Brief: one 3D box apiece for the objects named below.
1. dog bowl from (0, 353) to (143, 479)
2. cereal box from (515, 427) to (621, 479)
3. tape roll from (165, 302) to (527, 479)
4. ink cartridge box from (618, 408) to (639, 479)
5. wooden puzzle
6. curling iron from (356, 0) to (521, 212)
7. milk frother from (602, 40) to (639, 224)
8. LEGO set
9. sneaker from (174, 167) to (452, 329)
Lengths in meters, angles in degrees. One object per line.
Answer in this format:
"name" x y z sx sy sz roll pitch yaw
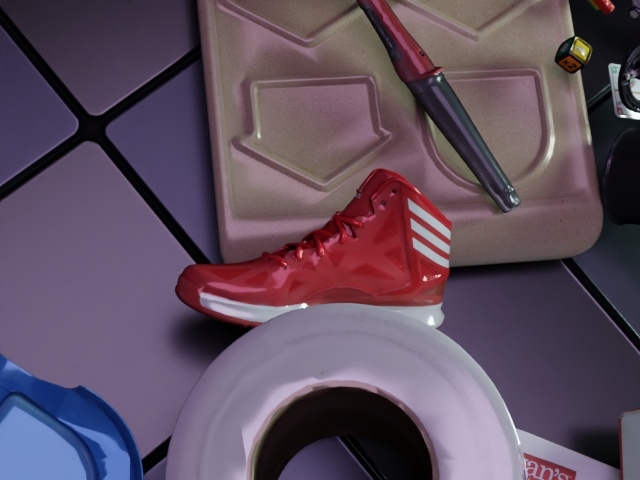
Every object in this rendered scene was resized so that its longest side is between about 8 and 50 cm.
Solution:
"dog bowl" -0.273 0.151 1.003 0.297 0.074 0.166 34 73 0
"cereal box" 0.188 0.290 1.050 0.173 0.047 0.240 22 73 -3
"tape roll" 0.018 0.185 0.966 0.246 0.169 0.246 -1 70 3
"ink cartridge box" 0.379 0.234 1.030 0.273 0.114 0.197 7 74 -22
"wooden puzzle" 0.059 -0.145 1.135 0.322 0.080 0.347 -4 81 -9
"curling iron" 0.091 -0.145 1.080 0.068 0.035 0.274 -27 85 -13
"milk frother" 0.309 -0.081 1.077 0.135 0.143 0.129 10 51 38
"LEGO set" 0.306 -0.192 1.157 0.244 0.060 0.182 3 74 -28
"sneaker" 0.000 0.000 1.026 0.221 0.087 0.128 3 103 -26
